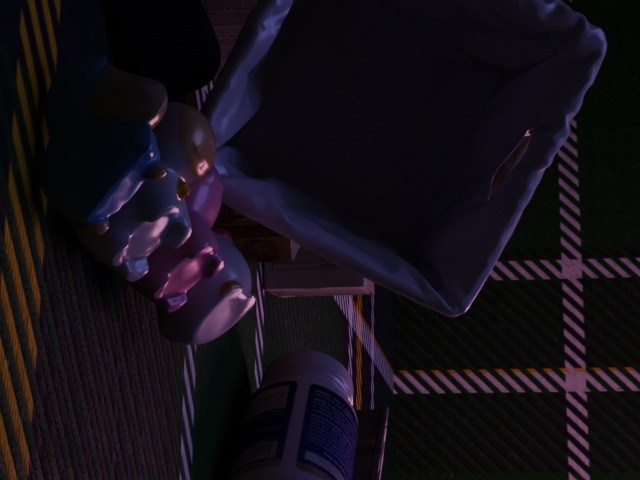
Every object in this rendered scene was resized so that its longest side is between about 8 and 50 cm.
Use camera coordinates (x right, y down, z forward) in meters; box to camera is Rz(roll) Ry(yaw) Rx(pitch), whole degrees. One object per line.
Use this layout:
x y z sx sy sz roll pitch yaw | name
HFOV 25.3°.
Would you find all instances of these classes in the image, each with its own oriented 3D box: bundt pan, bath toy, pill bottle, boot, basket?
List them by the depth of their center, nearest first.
-0.143 -0.025 1.260 0.129 0.151 0.348 45 -10 24 | bath toy
-0.163 -0.283 1.306 0.305 0.112 0.115 84 -11 -45 | boot
0.064 -0.139 1.497 0.328 0.331 0.266 -62 -174 1 | basket
-0.031 0.265 1.802 0.264 0.153 0.153 -78 164 -56 | pill bottle
0.021 0.400 2.123 0.331 0.124 0.330 8 90 -85 | bundt pan

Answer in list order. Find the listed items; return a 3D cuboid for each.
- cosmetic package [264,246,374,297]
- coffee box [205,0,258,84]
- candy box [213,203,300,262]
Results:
-0.001 -0.069 2.082 0.129 0.153 0.296 39 51 -77 | cosmetic package
-0.083 -0.346 1.689 0.297 0.119 0.168 81 12 -45 | coffee box
-0.074 -0.025 1.729 0.186 0.109 0.053 -64 151 -70 | candy box
